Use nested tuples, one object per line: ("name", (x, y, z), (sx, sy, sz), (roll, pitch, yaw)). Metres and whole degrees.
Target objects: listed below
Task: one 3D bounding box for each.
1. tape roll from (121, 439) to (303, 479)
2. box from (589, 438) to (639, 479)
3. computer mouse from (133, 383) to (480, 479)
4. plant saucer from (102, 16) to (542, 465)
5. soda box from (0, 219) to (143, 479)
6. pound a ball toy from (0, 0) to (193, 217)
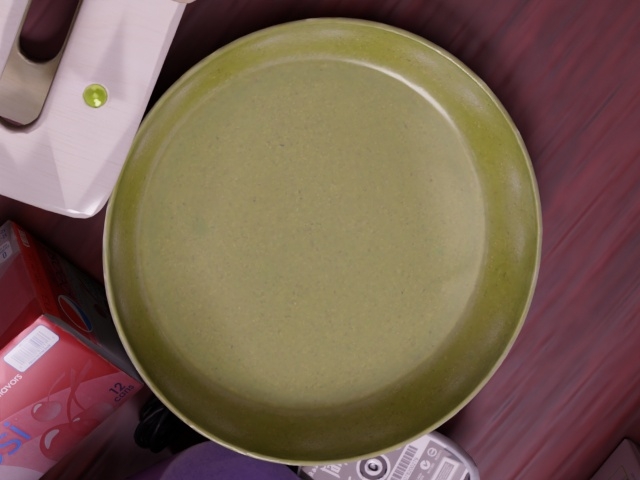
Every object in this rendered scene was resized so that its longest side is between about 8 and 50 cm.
("tape roll", (-0.055, 0.207, 1.049), (0.080, 0.189, 0.189), (-29, 113, 31))
("box", (0.167, 0.239, 1.156), (0.114, 0.103, 0.203), (35, 104, -16))
("computer mouse", (-0.001, 0.110, 1.127), (0.193, 0.042, 0.106), (28, 102, -9))
("plant saucer", (0.000, 0.000, 1.061), (0.241, 0.037, 0.241), (-3, 100, -15))
("soda box", (-0.224, 0.116, 1.071), (0.263, 0.092, 0.083), (-41, 130, 10))
("pound a ball toy", (-0.110, -0.174, 0.917), (0.135, 0.208, 0.319), (20, 109, -9))
